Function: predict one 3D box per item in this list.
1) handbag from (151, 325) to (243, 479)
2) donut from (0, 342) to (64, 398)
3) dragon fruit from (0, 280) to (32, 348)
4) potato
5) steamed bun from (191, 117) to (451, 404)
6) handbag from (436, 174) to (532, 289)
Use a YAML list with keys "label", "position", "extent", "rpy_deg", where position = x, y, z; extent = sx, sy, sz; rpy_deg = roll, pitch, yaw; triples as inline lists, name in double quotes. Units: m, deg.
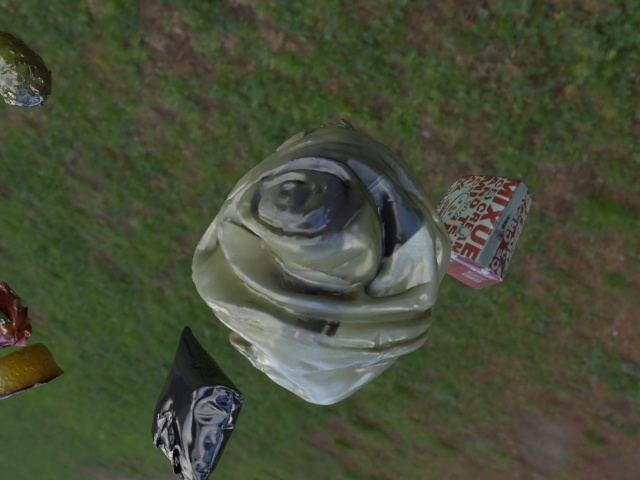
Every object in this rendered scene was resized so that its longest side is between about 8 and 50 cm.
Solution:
- label: "handbag"
  position: [-0.209, 0.281, 1.768]
  extent: [0.088, 0.211, 0.254]
  rpy_deg: [12, -167, -28]
- label: "donut"
  position: [-0.433, 0.188, 1.503]
  extent: [0.152, 0.152, 0.058]
  rpy_deg: [-22, 90, 61]
- label: "dragon fruit"
  position: [-0.415, 0.092, 1.380]
  extent: [0.086, 0.081, 0.116]
  rpy_deg: [61, -178, 35]
- label: "potato"
  position: [-0.635, -0.358, 2.233]
  extent: [0.251, 0.113, 0.149]
  rpy_deg: [42, 169, 38]
- label: "steamed bun"
  position: [0.000, 0.000, 1.425]
  extent: [0.346, 0.394, 0.237]
  rpy_deg: [0, 159, -1]
- label: "handbag"
  position: [0.276, -0.026, 1.902]
  extent: [0.151, 0.171, 0.298]
  rpy_deg: [30, 172, 2]
